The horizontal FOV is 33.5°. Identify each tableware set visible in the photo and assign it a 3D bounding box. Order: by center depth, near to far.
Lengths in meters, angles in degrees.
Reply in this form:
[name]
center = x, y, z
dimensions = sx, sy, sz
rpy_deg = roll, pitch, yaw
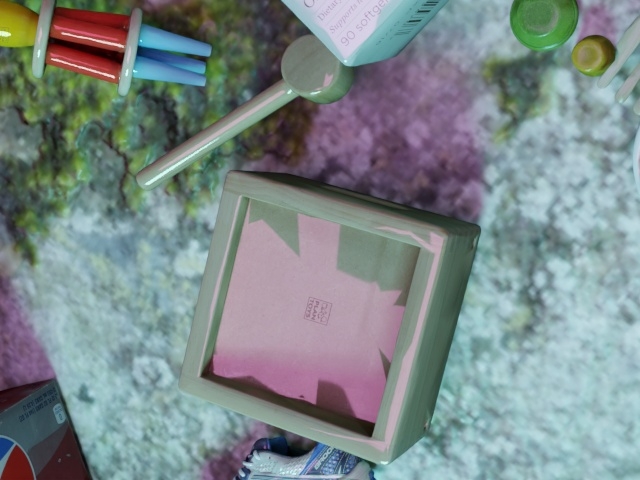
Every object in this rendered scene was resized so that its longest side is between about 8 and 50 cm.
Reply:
[tableware set]
center = 0.170, -0.149, 0.544
dimensions = 0.104, 0.024, 0.154
rpy_deg = 39, 113, 15

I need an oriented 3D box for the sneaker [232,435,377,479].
[sneaker]
center = -0.033, 0.153, 0.670
dimensions = 0.135, 0.052, 0.058
rpy_deg = -25, 84, 14

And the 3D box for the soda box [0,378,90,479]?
[soda box]
center = -0.244, 0.171, 0.623
dimensions = 0.083, 0.263, 0.092
rpy_deg = -14, 97, 22

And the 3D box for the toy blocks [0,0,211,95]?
[toy blocks]
center = -0.133, -0.150, 0.619
dimensions = 0.148, 0.054, 0.123
rpy_deg = 10, 84, -14

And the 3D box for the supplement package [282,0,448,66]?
[supplement package]
center = -0.001, -0.190, 0.546
dimensions = 0.179, 0.105, 0.105
rpy_deg = 46, 112, 4

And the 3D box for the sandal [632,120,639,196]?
[sandal]
center = 0.270, -0.070, 0.490
dimensions = 0.265, 0.076, 0.102
rpy_deg = -18, 93, 27

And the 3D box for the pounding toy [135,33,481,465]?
[pounding toy]
center = -0.007, -0.008, 0.602
dimensions = 0.181, 0.094, 0.206
rpy_deg = 16, 98, 19
